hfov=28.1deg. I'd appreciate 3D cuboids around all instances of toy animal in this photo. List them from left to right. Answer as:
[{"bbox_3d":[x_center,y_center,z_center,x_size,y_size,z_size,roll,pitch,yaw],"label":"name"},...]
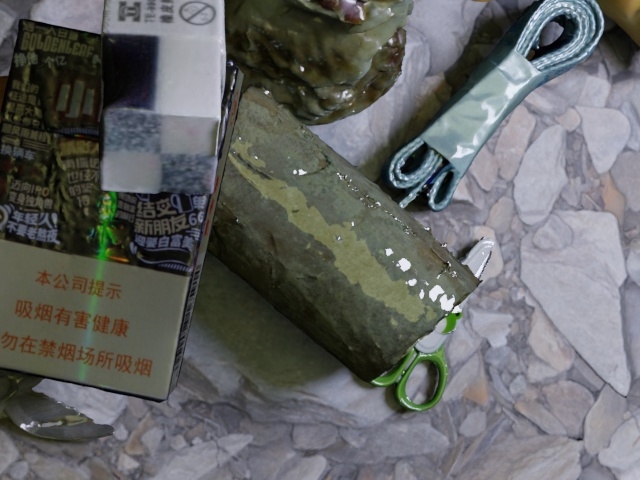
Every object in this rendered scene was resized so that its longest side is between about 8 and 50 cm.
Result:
[{"bbox_3d":[-0.317,0.137,1.232,0.155,0.095,0.219,-33,95,-18],"label":"toy animal"}]

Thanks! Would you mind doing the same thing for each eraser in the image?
[{"bbox_3d":[-0.130,-0.218,1.086,0.098,0.096,0.403,3,51,-8],"label":"eraser"}]

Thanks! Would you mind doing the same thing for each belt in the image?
[{"bbox_3d":[0.182,-0.144,1.363,0.087,0.072,0.302,43,88,-8],"label":"belt"}]

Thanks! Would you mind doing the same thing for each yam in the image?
[{"bbox_3d":[0.000,0.000,1.274,0.304,0.168,0.168,40,79,-3],"label":"yam"}]

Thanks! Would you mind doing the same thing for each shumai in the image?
[{"bbox_3d":[-0.010,-0.244,1.267,0.189,0.218,0.255,-39,98,-22],"label":"shumai"}]

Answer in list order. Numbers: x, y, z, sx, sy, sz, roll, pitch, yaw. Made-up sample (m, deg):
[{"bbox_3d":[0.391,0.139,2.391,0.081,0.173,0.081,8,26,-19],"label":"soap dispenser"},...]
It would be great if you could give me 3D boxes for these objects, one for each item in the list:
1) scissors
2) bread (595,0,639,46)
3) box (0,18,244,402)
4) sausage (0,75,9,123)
[{"bbox_3d":[0.129,0.083,1.382,0.101,0.027,0.204,37,81,-12],"label":"scissors"},{"bbox_3d":[0.388,-0.376,1.372,0.270,0.211,0.315,41,76,-9],"label":"bread"},{"bbox_3d":[-0.196,-0.026,1.152,0.198,0.084,0.310,12,93,2],"label":"box"},{"bbox_3d":[-0.223,-0.127,1.255,0.271,0.109,0.108,-12,91,-10],"label":"sausage"}]
